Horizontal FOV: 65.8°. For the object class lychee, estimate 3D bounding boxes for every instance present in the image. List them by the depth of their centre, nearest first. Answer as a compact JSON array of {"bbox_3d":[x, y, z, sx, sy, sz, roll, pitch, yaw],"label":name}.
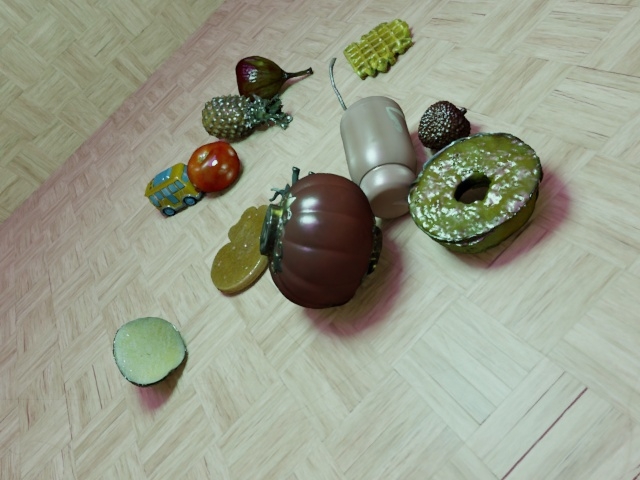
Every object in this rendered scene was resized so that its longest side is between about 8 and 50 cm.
[{"bbox_3d":[0.300,-0.276,1.208,0.129,0.123,0.124,125,154,-44],"label":"lychee"}]

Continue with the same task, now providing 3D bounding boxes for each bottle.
[{"bbox_3d":[0.165,-0.202,1.215,0.206,0.173,0.297,-7,54,-1],"label":"bottle"}]

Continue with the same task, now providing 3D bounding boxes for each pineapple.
[{"bbox_3d":[-0.265,-0.452,1.800,0.360,0.175,0.175,6,60,27],"label":"pineapple"}]

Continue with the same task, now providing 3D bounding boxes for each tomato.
[{"bbox_3d":[-0.366,-0.251,1.709,0.195,0.136,0.195,-19,48,23],"label":"tomato"}]

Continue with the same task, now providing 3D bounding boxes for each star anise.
[{"bbox_3d":[0.100,-0.391,1.399,0.148,0.227,0.219,-27,32,29],"label":"star anise"}]

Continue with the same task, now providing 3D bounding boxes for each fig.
[{"bbox_3d":[-0.192,-0.635,1.867,0.290,0.190,0.191,-28,43,20],"label":"fig"}]

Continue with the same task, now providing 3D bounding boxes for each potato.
[{"bbox_3d":[-0.464,0.318,1.324,0.202,0.182,0.117,57,137,32],"label":"potato"}]

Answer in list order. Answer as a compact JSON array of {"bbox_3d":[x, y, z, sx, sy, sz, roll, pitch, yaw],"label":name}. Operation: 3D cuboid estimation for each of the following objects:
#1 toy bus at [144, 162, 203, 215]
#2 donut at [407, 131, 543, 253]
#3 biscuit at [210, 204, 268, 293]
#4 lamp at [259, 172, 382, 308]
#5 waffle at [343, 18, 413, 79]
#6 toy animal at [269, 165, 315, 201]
[{"bbox_3d":[-0.533,-0.189,1.793,0.209,0.136,0.126,-23,45,24],"label":"toy bus"},{"bbox_3d":[0.320,-0.089,1.024,0.271,0.107,0.272,-17,51,22],"label":"donut"},{"bbox_3d":[-0.217,0.022,1.429,0.201,0.044,0.289,-10,49,32],"label":"biscuit"},{"bbox_3d":[0.000,0.000,1.096,0.303,0.256,0.304,-169,90,-78],"label":"lamp"},{"bbox_3d":[0.199,-0.631,1.630,0.229,0.057,0.219,-31,43,14],"label":"waffle"},{"bbox_3d":[-0.060,-0.131,1.377,0.269,0.082,0.137,33,111,48],"label":"toy animal"}]
